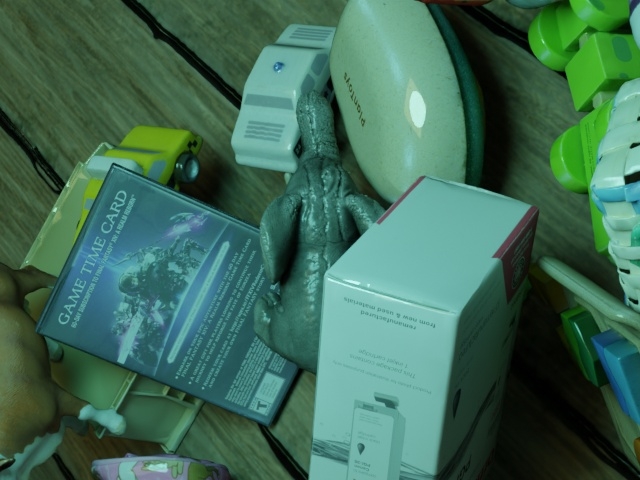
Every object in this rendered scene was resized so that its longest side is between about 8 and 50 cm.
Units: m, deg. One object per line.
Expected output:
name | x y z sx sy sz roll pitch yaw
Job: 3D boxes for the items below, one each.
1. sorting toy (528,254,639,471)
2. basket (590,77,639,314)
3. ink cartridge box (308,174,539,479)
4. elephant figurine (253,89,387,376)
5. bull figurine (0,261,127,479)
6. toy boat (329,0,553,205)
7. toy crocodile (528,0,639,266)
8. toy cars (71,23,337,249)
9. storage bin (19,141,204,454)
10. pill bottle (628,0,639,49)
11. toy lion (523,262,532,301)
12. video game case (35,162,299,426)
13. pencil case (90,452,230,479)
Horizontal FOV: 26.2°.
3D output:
sorting toy | 0.239 0.121 1.135 0.041 0.229 0.307 -28 13 -2
basket | 0.344 0.004 1.053 0.255 0.289 0.201 -16 38 37
ink cartridge box | 0.084 0.118 1.172 0.117 0.207 0.283 16 122 20
elephant figurine | 0.000 0.000 1.350 0.186 0.169 0.239 22 126 42
bull figurine | -0.319 0.148 1.459 0.101 0.188 0.310 -36 58 29
toy boat | 0.121 -0.173 1.328 0.318 0.148 0.267 116 143 -57
toy crocodile | 0.270 -0.144 1.258 0.115 0.105 0.340 130 137 -64
toy cars | -0.122 -0.115 1.492 0.393 0.087 0.176 -33 51 2
storage bin | -0.220 0.061 1.605 0.262 0.123 0.260 41 105 39
pill bottle | 0.343 -0.243 1.167 0.169 0.169 0.301 -15 68 37
toy lion | 0.158 0.034 1.353 0.100 0.034 0.096 -39 64 27
video game case | -0.134 0.061 1.452 0.196 0.274 0.026 -63 15 9
pencil case | -0.174 0.413 1.446 0.167 0.160 0.386 -6 73 22
